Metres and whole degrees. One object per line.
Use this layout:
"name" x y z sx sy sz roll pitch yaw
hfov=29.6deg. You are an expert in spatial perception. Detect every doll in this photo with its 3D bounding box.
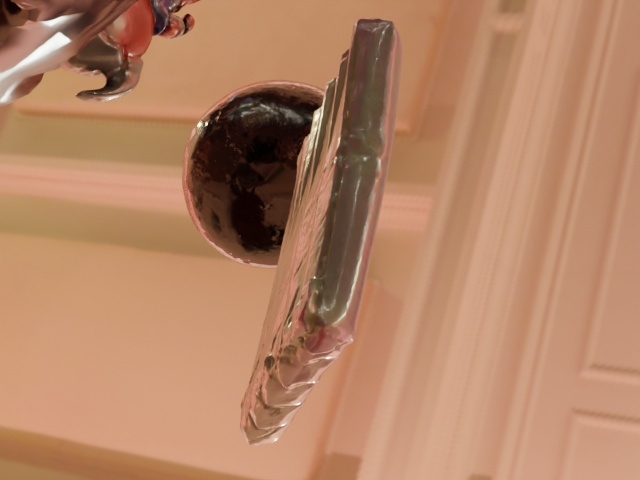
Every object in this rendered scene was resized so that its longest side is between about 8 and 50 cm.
"doll" -0.135 -0.151 0.762 0.062 0.104 0.195 1 -155 28

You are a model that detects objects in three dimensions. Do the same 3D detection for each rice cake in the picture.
"rice cake" 0.000 0.000 0.697 0.037 0.189 0.198 15 -119 -7

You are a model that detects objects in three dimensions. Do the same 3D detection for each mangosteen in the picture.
"mangosteen" -0.046 -0.077 1.339 0.211 0.250 0.211 0 -80 0

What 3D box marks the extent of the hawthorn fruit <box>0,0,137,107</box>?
"hawthorn fruit" -0.173 -0.174 0.433 0.316 0.316 0.316 -10 -121 18
